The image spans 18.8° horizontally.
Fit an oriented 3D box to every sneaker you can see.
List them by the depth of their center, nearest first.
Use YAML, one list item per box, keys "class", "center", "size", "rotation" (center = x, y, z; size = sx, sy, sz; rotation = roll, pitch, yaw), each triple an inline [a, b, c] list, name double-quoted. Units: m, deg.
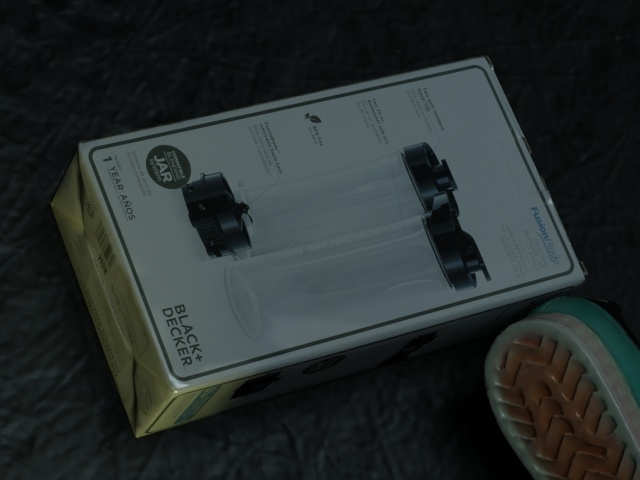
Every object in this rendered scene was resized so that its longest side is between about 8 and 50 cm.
- class: "sneaker"
  center: [0.213, 0.170, 1.185]
  size: [0.121, 0.108, 0.302]
  rotation: [-23, 89, -53]

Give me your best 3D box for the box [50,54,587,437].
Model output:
- class: "box"
  center: [0.000, 0.000, 1.198]
  size: [0.290, 0.087, 0.169]
  rotation: [-15, 72, -26]
